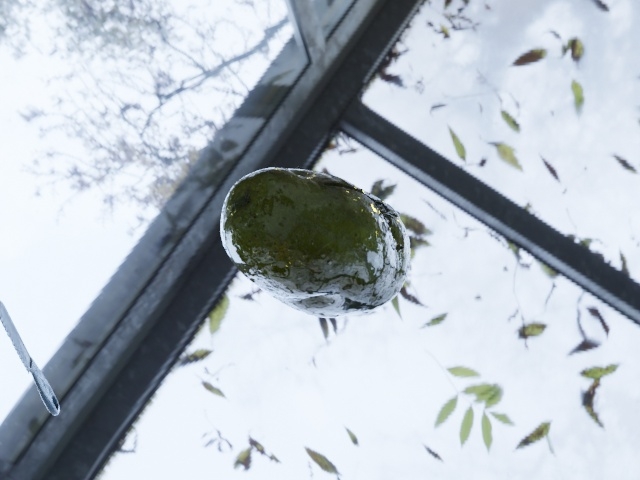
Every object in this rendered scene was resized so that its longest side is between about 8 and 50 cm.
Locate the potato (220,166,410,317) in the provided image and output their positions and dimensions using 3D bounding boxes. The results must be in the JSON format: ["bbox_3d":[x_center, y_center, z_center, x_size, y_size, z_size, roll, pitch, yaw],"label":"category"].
[{"bbox_3d":[0.000,0.000,0.904,0.169,0.248,0.144,-24,-120,27],"label":"potato"}]

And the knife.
[{"bbox_3d":[-0.493,0.203,1.455,0.019,0.313,0.045,-12,-138,-3],"label":"knife"}]
